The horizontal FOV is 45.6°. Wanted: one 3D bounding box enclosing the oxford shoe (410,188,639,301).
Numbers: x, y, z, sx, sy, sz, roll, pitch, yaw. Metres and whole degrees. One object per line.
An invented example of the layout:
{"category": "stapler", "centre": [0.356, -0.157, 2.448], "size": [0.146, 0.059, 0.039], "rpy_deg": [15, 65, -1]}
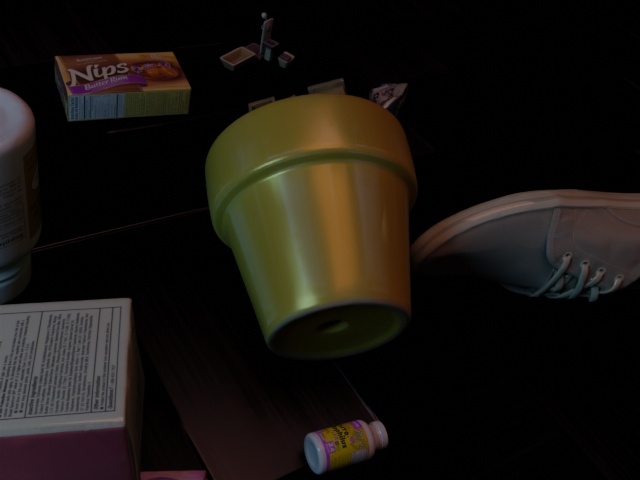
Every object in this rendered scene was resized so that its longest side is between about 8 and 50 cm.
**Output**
{"category": "oxford shoe", "centre": [0.335, 0.019, 1.031], "size": [0.449, 0.169, 0.130], "rpy_deg": [-2, 65, -20]}

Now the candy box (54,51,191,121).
{"category": "candy box", "centre": [-0.307, -0.241, 1.180], "size": [0.186, 0.053, 0.109], "rpy_deg": [-7, 47, -25]}

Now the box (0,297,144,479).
{"category": "box", "centre": [-0.283, 0.152, 0.689], "size": [0.232, 0.127, 0.149], "rpy_deg": [-3, 42, -8]}

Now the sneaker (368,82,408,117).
{"category": "sneaker", "centre": [0.107, -0.234, 1.307], "size": [0.058, 0.052, 0.135], "rpy_deg": [15, 34, 14]}

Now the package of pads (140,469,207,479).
{"category": "package of pads", "centre": [-0.148, 0.246, 0.721], "size": [0.083, 0.032, 0.050], "rpy_deg": [3, 42, -14]}

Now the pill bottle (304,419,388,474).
{"category": "pill bottle", "centre": [0.028, 0.214, 0.800], "size": [0.083, 0.043, 0.043], "rpy_deg": [-9, 48, -25]}

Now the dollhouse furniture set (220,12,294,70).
{"category": "dollhouse furniture set", "centre": [-0.109, -0.339, 1.321], "size": [0.091, 0.081, 0.114], "rpy_deg": [32, 44, 17]}

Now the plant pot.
{"category": "plant pot", "centre": [0.000, 0.000, 0.890], "size": [0.254, 0.254, 0.239], "rpy_deg": [0, 60, -17]}

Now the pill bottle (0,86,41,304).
{"category": "pill bottle", "centre": [-0.368, -0.040, 0.814], "size": [0.131, 0.229, 0.131], "rpy_deg": [9, 42, -8]}

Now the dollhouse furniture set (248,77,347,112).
{"category": "dollhouse furniture set", "centre": [-0.019, -0.135, 1.152], "size": [0.161, 0.101, 0.182], "rpy_deg": [-14, 45, 4]}
